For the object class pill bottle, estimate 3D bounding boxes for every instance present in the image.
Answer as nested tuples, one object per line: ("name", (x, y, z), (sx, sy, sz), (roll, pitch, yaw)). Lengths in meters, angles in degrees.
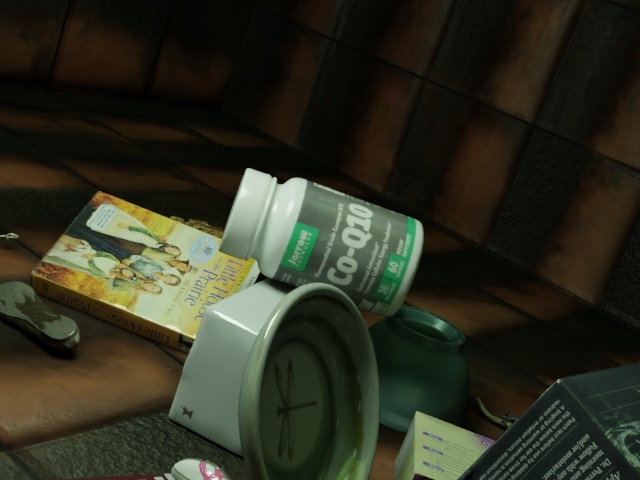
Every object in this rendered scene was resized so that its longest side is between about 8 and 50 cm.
("pill bottle", (0.000, 0.000, 1.879), (0.361, 0.204, 0.204), (19, 16, -7))

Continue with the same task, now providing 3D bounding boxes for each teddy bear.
("teddy bear", (-0.279, 0.021, 2.529), (0.337, 0.113, 0.245), (17, 7, 17))

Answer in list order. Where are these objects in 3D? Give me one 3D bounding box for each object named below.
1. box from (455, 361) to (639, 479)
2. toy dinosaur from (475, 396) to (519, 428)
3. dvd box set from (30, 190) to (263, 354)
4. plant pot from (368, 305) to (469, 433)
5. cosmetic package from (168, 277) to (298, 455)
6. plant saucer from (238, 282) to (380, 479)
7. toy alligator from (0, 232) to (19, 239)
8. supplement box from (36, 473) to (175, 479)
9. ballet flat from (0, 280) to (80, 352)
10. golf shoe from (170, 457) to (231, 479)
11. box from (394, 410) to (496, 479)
("box", (0.531, 0.453, 1.480), (0.479, 0.297, 0.472), (1, 45, -50))
("toy dinosaur", (0.445, 0.418, 2.137), (0.268, 0.064, 0.118), (26, 2, 22))
("dvd box set", (-0.358, 0.071, 2.086), (0.420, 0.062, 0.308), (22, 42, 5))
("plant pot", (0.199, 0.263, 2.099), (0.293, 0.196, 0.293), (19, 16, -6))
("cosmetic package", (-0.090, 0.208, 1.866), (0.161, 0.230, 0.453), (25, 17, 15))
("plant saucer", (-0.033, 0.268, 1.554), (0.100, 0.401, 0.400), (-3, 3, 30))
("toy alligator", (-0.748, -0.004, 2.104), (0.189, 0.056, 0.051), (12, 59, -30))
("supplement box", (-0.289, 0.385, 1.316), (0.239, 0.073, 0.130), (9, 19, -38))
("ballet flat", (-0.541, 0.148, 1.849), (0.249, 0.058, 0.084), (24, 51, 32))
("golf shoe", (-0.164, 0.391, 1.460), (0.186, 0.068, 0.086), (29, 20, 29))
("box", (0.245, 0.437, 1.719), (0.213, 0.117, 0.243), (20, 17, 0))
